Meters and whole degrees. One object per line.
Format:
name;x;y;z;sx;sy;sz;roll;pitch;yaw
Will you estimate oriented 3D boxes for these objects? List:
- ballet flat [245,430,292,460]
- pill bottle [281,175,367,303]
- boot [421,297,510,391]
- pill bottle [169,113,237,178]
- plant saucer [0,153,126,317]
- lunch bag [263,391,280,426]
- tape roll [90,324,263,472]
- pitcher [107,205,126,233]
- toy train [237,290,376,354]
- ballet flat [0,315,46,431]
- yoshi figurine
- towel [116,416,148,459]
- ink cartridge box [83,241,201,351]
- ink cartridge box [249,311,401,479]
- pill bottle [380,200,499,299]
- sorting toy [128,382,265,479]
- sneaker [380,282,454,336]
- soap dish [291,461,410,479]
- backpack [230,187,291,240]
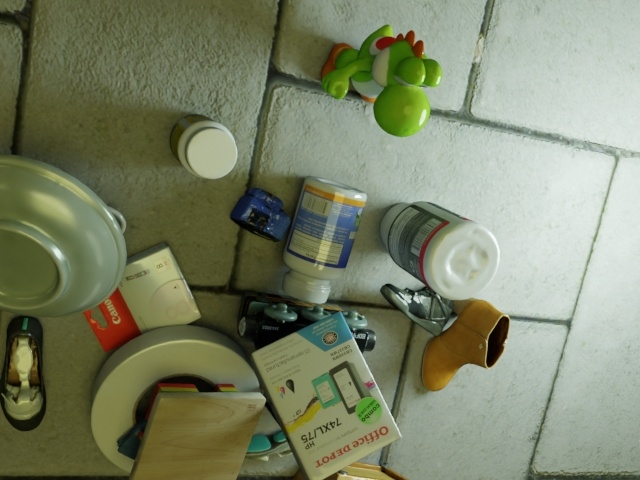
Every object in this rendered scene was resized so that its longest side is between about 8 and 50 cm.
ballet flat;-0.122;0.523;1.759;0.213;0.072;0.068;-11;113;-16
pill bottle;0.000;0.000;1.610;0.152;0.152;0.272;12;101;-22
boot;0.370;0.292;1.787;0.104;0.211;0.295;16;99;-22
pill bottle;-0.242;-0.193;1.441;0.119;0.208;0.119;-5;107;-17
plant saucer;-0.585;0.026;1.346;0.401;0.100;0.400;1;128;1
lunch bag;-0.001;0.369;1.636;0.221;0.293;0.138;-9;108;-17
tape roll;-0.330;0.379;1.619;0.392;0.072;0.392;-8;115;-17
pitcher;-0.518;-0.057;1.437;0.178;0.125;0.207;-33;123;-15
toy train;-0.039;0.200;1.632;0.334;0.190;0.142;8;103;-22
ballet flat;-0.645;0.301;1.501;0.095;0.096;0.280;-2;106;-19
yoshi figurine;0.126;-0.311;1.452;0.203;0.362;0.203;-33;113;-8
towel;-0.394;0.438;1.566;0.119;0.029;0.067;-43;123;2
ink cartridge box;-0.410;0.136;1.561;0.232;0.066;0.189;-27;112;-15
ink cartridge box;0.002;0.316;1.408;0.198;0.197;0.270;-25;80;-12
pill bottle;0.257;0.007;1.610;0.176;0.318;0.176;-5;107;-17
sorting toy;-0.286;0.433;1.547;0.257;0.089;0.255;9;108;-37
sneaker;0.255;0.143;1.777;0.227;0.087;0.130;33;90;-27
soap dish;0.102;0.644;1.796;0.291;0.229;0.118;16;82;-22
backpack;-0.125;-0.056;1.581;0.120;0.098;0.101;32;89;-23
